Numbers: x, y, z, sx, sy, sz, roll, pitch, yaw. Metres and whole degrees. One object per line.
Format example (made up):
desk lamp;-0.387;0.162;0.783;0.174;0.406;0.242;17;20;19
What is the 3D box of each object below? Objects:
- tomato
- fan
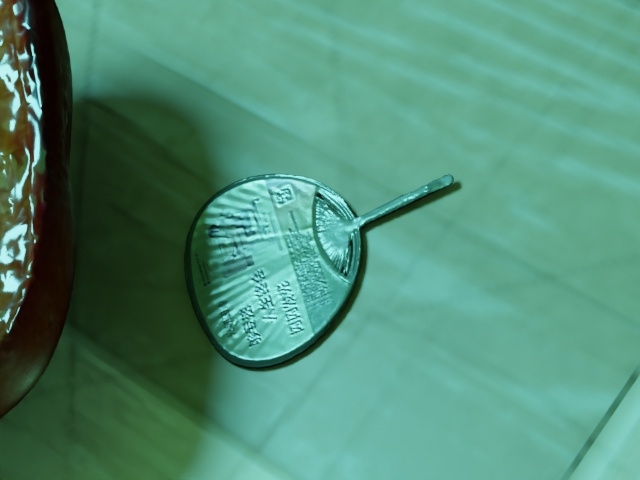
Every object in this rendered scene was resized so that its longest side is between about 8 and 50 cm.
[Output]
tomato;-0.145;0.000;0.499;0.174;0.082;0.166;-12;64;12
fan;-0.008;-0.002;0.491;0.060;0.003;0.080;38;83;32
